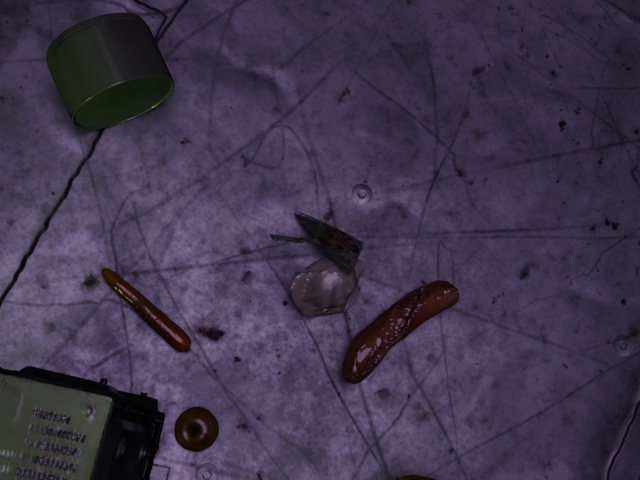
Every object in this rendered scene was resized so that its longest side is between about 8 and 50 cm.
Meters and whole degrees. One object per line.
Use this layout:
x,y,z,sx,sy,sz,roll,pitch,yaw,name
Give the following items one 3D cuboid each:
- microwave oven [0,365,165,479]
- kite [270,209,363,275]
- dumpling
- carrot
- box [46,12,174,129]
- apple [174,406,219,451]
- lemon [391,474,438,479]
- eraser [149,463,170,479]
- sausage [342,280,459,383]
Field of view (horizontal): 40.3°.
-0.477,0.351,1.532,0.333,0.394,0.247,10,76,4,microwave oven
-0.001,0.001,1.860,0.250,0.012,0.229,1,36,-38,kite
0.022,0.102,1.864,0.188,0.108,0.127,-18,105,-31,dumpling
-0.363,0.144,1.809,0.248,0.043,0.043,42,73,3,carrot
-0.435,-0.348,1.809,0.226,0.226,0.149,-23,82,-15,box
-0.250,0.381,1.757,0.090,0.074,0.089,2,78,-8,apple
0.204,0.577,1.735,0.260,0.204,0.204,38,73,2,lemon
-0.364,0.542,1.713,0.092,0.046,0.212,14,76,-7,eraser
0.164,0.186,1.879,0.327,0.079,0.087,-37,71,-17,sausage
